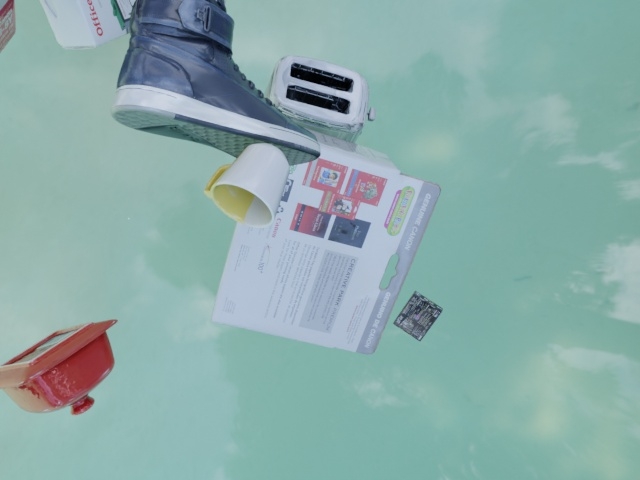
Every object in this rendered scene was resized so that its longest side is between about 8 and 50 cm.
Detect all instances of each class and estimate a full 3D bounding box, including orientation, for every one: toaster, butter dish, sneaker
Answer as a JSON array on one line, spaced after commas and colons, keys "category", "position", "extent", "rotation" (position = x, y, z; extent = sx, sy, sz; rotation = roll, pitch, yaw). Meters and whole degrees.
[{"category": "toaster", "position": [-0.019, -0.239, 0.889], "extent": [0.226, 0.146, 0.129], "rotation": [13, 77, -12]}, {"category": "butter dish", "position": [-0.372, 0.200, 0.726], "extent": [0.160, 0.160, 0.118], "rotation": [-43, 112, -53]}, {"category": "sneaker", "position": [-0.087, -0.174, 0.514], "extent": [0.226, 0.086, 0.164], "rotation": [12, 76, -39]}]

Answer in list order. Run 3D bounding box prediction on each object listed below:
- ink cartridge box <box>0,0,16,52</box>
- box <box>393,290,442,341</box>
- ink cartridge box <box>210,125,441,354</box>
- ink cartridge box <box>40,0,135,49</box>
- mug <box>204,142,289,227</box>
[{"category": "ink cartridge box", "position": [-0.546, -0.410, 0.595], "extent": [0.279, 0.384, 0.161], "rotation": [25, 58, -18]}, {"category": "box", "position": [0.196, 0.153, 1.006], "extent": [0.067, 0.018, 0.083], "rotation": [32, 114, 9]}, {"category": "ink cartridge box", "position": [0.000, 0.000, 0.789], "extent": [0.271, 0.130, 0.310], "rotation": [16, 109, -11]}, {"category": "ink cartridge box", "position": [-0.395, -0.464, 0.914], "extent": [0.219, 0.092, 0.160], "rotation": [-55, 145, -43]}, {"category": "mug", "position": [-0.066, -0.058, 0.459], "extent": [0.078, 0.062, 0.064], "rotation": [23, 61, 3]}]
